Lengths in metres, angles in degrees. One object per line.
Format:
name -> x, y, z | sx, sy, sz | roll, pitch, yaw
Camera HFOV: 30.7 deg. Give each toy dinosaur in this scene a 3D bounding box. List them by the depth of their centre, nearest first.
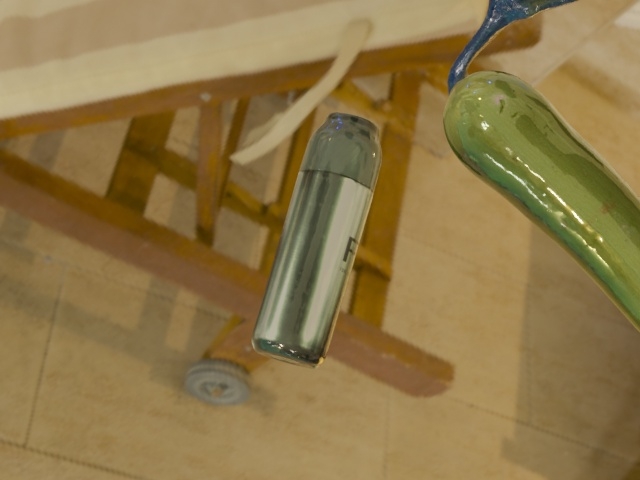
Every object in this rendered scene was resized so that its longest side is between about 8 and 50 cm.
toy dinosaur -> 0.178, -0.280, 1.199 | 0.248, 0.188, 0.075 | 60, 6, -39

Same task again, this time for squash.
squash -> 0.193, -0.033, 0.900 | 0.250, 0.083, 0.083 | 46, 47, 4

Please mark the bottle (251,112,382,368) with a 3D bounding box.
bottle -> 0.000, 0.000, 1.169 | 0.079, 0.096, 0.254 | 14, 79, 5
